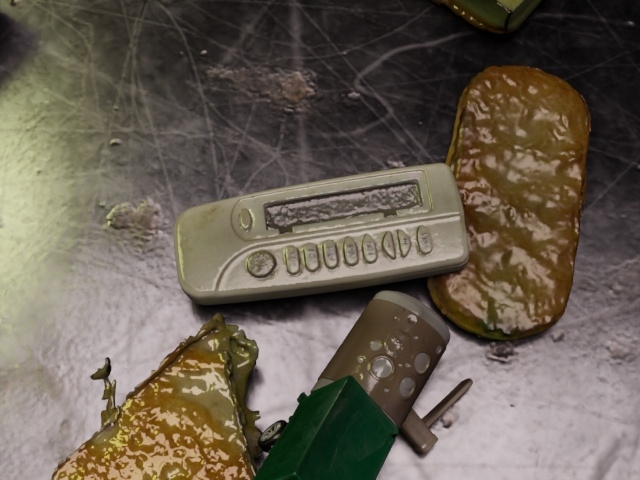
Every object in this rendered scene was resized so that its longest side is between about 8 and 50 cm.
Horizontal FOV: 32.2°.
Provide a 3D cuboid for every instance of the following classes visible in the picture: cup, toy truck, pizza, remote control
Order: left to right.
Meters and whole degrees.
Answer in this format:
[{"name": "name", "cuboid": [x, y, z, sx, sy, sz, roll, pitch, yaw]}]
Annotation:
[{"name": "pizza", "cuboid": [-0.100, 0.195, 0.815, 0.280, 0.075, 0.287, 19, 69, 3]}, {"name": "toy truck", "cuboid": [-0.014, 0.170, 0.754, 0.065, 0.079, 0.147, 50, 43, -13]}, {"name": "remote control", "cuboid": [0.000, 0.000, 0.887, 0.230, 0.049, 0.090, -9, 66, 2]}, {"name": "cup", "cuboid": [0.061, 0.101, 0.844, 0.102, 0.074, 0.099, 30, 72, 10]}]

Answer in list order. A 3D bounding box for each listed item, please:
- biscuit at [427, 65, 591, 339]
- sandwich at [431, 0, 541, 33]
[{"name": "biscuit", "cuboid": [0.158, -0.035, 0.921, 0.119, 0.029, 0.247, 12, 70, 2]}, {"name": "sandwich", "cuboid": [0.138, -0.322, 1.015, 0.245, 0.063, 0.212, 40, 71, 13]}]
